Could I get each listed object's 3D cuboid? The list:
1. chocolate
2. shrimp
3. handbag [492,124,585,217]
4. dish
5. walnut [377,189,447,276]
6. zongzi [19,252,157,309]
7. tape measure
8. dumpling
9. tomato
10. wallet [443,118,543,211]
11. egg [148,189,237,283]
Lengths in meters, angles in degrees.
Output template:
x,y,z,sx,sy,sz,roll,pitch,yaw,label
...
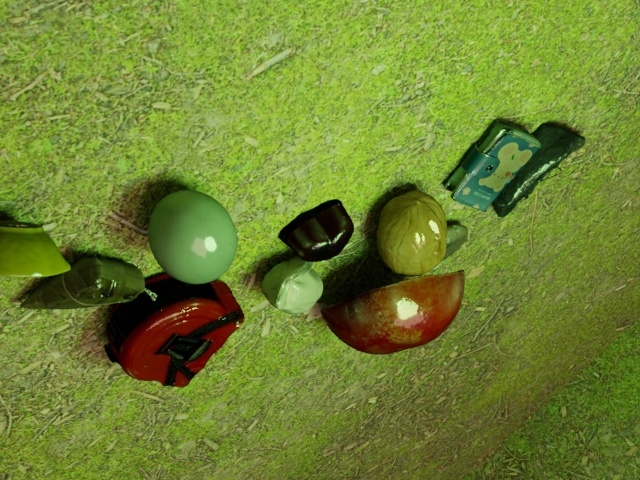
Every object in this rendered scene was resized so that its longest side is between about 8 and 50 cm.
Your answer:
x,y,z,sx,sy,sz,roll,pitch,yaw,label
0.000,0.000,1.965,0.148,0.080,0.125,-27,148,-15,chocolate
0.234,0.031,2.252,0.254,0.059,0.145,-27,158,-22,shrimp
0.488,-0.157,2.220,0.270,0.089,0.175,-43,157,15,handbag
-0.484,0.008,1.495,0.207,0.148,0.080,3,96,-35,dish
0.195,-0.013,2.062,0.159,0.159,0.207,-23,140,-18,walnut
-0.412,0.093,1.731,0.178,0.081,0.189,-24,162,18,zongzi
-0.294,0.177,1.897,0.253,0.114,0.260,-48,146,19,tape measure
-0.053,0.088,2.009,0.136,0.118,0.199,-56,177,12,dumpling
0.170,0.177,2.186,0.338,0.144,0.338,-15,169,-3,tomato
0.371,-0.162,2.098,0.141,0.059,0.202,15,125,-40,wallet
-0.221,-0.006,1.681,0.149,0.149,0.192,-32,146,-4,egg
